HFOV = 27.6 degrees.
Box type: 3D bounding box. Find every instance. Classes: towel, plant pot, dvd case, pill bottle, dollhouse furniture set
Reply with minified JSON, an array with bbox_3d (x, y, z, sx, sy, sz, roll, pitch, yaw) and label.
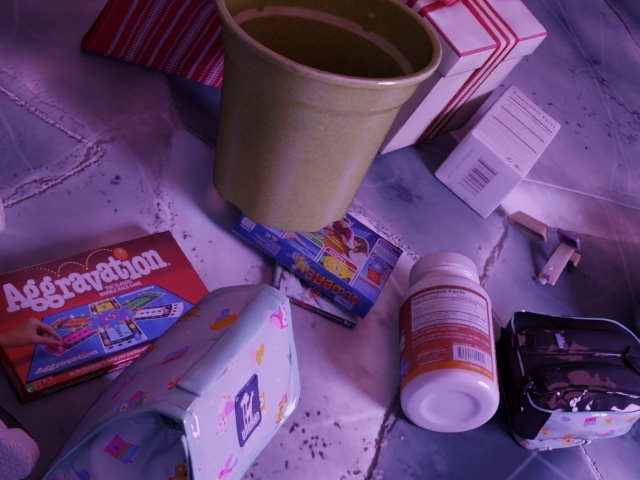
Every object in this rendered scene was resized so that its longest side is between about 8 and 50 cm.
[{"bbox_3d":[-0.156,-0.268,1.706,0.274,0.199,0.031,14,58,-26],"label":"towel"},{"bbox_3d":[-0.021,-0.160,1.600,0.276,0.254,0.276,13,35,-9],"label":"plant pot"},{"bbox_3d":[-0.005,0.056,1.666,0.119,0.013,0.087,23,44,-15],"label":"dvd case"},{"bbox_3d":[0.159,0.123,1.645,0.121,0.121,0.216,22,44,-19],"label":"pill bottle"},{"bbox_3d":[0.318,0.020,1.939,0.114,0.091,0.081,30,79,23],"label":"dollhouse furniture set"}]

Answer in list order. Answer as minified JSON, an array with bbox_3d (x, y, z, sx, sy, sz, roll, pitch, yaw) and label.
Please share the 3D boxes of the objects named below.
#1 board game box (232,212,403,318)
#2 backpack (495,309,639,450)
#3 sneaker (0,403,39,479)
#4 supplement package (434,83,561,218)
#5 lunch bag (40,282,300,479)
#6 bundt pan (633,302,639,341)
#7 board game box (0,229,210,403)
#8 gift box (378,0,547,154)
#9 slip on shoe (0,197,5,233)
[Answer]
[{"bbox_3d":[0.000,0.000,1.683,0.201,0.035,0.136,35,35,0],"label":"board game box"},{"bbox_3d":[0.328,0.183,1.688,0.188,0.144,0.166,-2,50,-9],"label":"backpack"},{"bbox_3d":[-0.363,0.112,1.285,0.268,0.101,0.153,36,44,0],"label":"sneaker"},{"bbox_3d":[0.268,-0.136,1.967,0.105,0.105,0.179,41,41,2],"label":"supplement package"},{"bbox_3d":[-0.135,0.177,1.275,0.160,0.262,0.223,41,40,2],"label":"lunch bag"},{"bbox_3d":[0.598,0.160,1.909,0.330,0.124,0.331,12,52,-16],"label":"bundt pan"},{"bbox_3d":[-0.246,0.078,1.461,0.281,0.027,0.145,-17,64,-44],"label":"board game box"},{"bbox_3d":[0.137,-0.318,1.917,0.276,0.258,0.255,50,42,11],"label":"gift box"},{"bbox_3d":[-0.456,-0.132,1.447,0.101,0.123,0.331,-35,82,-15],"label":"slip on shoe"}]
